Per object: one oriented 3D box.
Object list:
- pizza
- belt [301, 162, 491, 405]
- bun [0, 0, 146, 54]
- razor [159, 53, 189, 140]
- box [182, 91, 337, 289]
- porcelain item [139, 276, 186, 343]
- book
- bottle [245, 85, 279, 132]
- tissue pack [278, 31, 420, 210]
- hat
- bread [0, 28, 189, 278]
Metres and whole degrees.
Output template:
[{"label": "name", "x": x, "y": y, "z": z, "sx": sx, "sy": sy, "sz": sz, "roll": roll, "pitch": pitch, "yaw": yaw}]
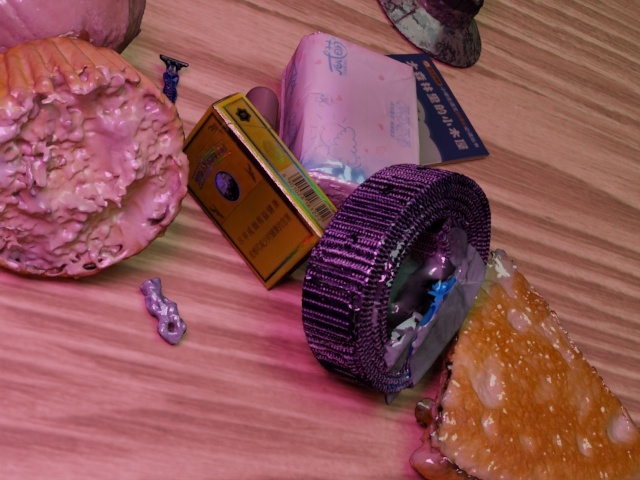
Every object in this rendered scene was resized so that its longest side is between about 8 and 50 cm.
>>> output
[{"label": "pizza", "x": 0.269, "y": 0.252, "z": 1.417, "sx": 0.392, "sy": 0.080, "sz": 0.435, "roll": -27, "pitch": 77, "yaw": -46}, {"label": "belt", "x": 0.104, "y": 0.042, "z": 1.319, "sx": 0.325, "sy": 0.122, "sz": 0.260, "roll": -45, "pitch": 134, "yaw": -37}, {"label": "bun", "x": -0.334, "y": -0.271, "z": 1.227, "sx": 0.282, "sy": 0.281, "sz": 0.205, "roll": -75, "pitch": 155, "yaw": -43}, {"label": "razor", "x": -0.200, "y": -0.187, "z": 1.408, "sx": 0.044, "sy": 0.028, "sz": 0.155, "roll": 13, "pitch": 51, "yaw": -31}, {"label": "box", "x": -0.086, "y": -0.063, "z": 1.324, "sx": 0.220, "sy": 0.141, "sz": 0.064, "roll": 53, "pitch": 45, "yaw": 5}, {"label": "porcelain item", "x": -0.186, "y": 0.084, "z": 1.220, "sx": 0.036, "sy": 0.028, "sz": 0.083, "roll": -19, "pitch": 73, "yaw": -27}, {"label": "book", "x": 0.124, "y": -0.215, "z": 1.691, "sx": 0.322, "sy": 0.018, "sz": 0.228, "roll": -13, "pitch": 69, "yaw": -43}, {"label": "bottle", "x": -0.090, "y": -0.154, "z": 1.452, "sx": 0.053, "sy": 0.053, "sz": 0.140, "roll": 25, "pitch": 48, "yaw": -22}, {"label": "tissue pack", "x": 0.043, "y": -0.149, "z": 1.488, "sx": 0.201, "sy": 0.124, "sz": 0.271, "roll": 18, "pitch": 53, "yaw": -24}, {"label": "hat", "x": 0.229, "y": -0.453, "z": 1.874, "sx": 0.265, "sy": 0.128, "sz": 0.266, "roll": 19, "pitch": 53, "yaw": -27}, {"label": "bread", "x": -0.277, "y": -0.088, "z": 1.123, "sx": 0.274, "sy": 0.274, "sz": 0.149, "roll": 8, "pitch": 33, "yaw": -34}]
